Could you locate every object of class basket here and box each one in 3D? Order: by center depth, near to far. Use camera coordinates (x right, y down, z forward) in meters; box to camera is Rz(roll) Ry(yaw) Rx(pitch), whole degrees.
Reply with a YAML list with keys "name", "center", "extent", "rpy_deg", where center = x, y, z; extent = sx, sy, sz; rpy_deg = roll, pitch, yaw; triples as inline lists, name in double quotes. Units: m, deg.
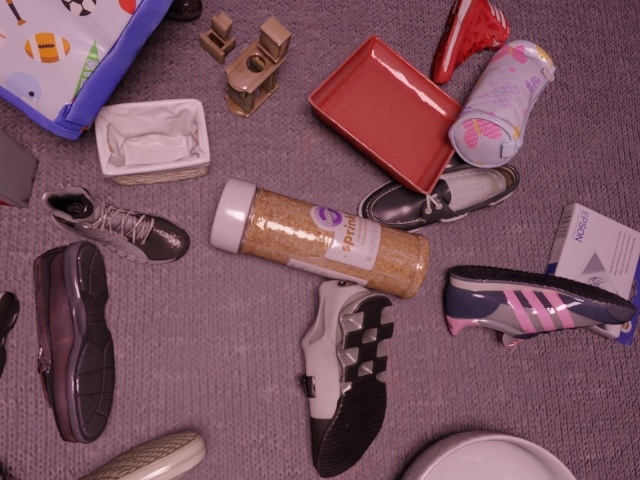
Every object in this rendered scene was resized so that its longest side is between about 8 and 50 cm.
- name: "basket"
  center: [-0.270, -0.157, 0.801]
  extent: [0.167, 0.103, 0.113]
  rpy_deg: [-9, 83, -11]

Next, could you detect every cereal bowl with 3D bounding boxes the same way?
- name: "cereal bowl"
  center: [0.256, 0.476, 0.778]
  extent: [0.338, 0.141, 0.339]
  rpy_deg: [2, 80, -11]

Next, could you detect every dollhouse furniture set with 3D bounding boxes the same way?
- name: "dollhouse furniture set"
  center: [-0.152, -0.318, 0.808]
  extent: [0.161, 0.182, 0.101]
  rpy_deg: [42, 76, -2]

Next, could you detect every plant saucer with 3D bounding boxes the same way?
- name: "plant saucer"
  center: [0.131, -0.228, 0.881]
  extent: [0.258, 0.048, 0.259]
  rpy_deg: [38, 56, -3]

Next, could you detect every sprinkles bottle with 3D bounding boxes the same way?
- name: "sprinkles bottle"
  center: [0.000, 0.000, 0.818]
  extent: [0.355, 0.121, 0.121]
  rpy_deg: [16, 78, -8]

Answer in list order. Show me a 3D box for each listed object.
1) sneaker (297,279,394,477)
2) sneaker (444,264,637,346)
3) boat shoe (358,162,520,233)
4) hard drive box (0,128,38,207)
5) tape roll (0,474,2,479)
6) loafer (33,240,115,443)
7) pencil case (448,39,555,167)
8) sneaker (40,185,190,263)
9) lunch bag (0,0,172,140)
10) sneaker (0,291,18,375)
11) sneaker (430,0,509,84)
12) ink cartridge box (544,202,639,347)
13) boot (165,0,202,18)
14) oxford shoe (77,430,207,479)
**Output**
- name: "sneaker"
  center: [0.029, 0.222, 0.802]
  extent: [0.122, 0.146, 0.331]
  rpy_deg: [2, 103, -35]
- name: "sneaker"
  center: [0.380, 0.129, 0.864]
  extent: [0.319, 0.112, 0.131]
  rpy_deg: [9, 104, 8]
- name: "boat shoe"
  center: [0.218, -0.087, 0.886]
  extent: [0.302, 0.091, 0.114]
  rpy_deg: [-19, 85, -13]
- name: "hard drive box"
  center: [-0.542, -0.125, 0.678]
  extent: [0.181, 0.232, 0.089]
  rpy_deg: [8, 80, -9]
- name: "tape roll"
  center: [-0.565, 0.263, 0.533]
  extent: [0.392, 0.392, 0.072]
  rpy_deg: [30, 77, -5]
- name: "loafer"
  center: [-0.385, 0.154, 0.742]
  extent: [0.095, 0.109, 0.303]
  rpy_deg: [-10, 76, 7]
- name: "pencil case"
  center: [0.338, -0.253, 0.890]
  extent: [0.124, 0.113, 0.273]
  rpy_deg: [27, 58, 15]
- name: "sneaker"
  center: [-0.323, -0.024, 0.754]
  extent: [0.228, 0.132, 0.086]
  rpy_deg: [16, 78, -7]
- name: "lunch bag"
  center: [-0.383, -0.377, 0.684]
  extent: [0.385, 0.239, 0.328]
  rpy_deg: [42, 102, 13]
- name: "sneaker"
  center: [-0.525, 0.161, 0.729]
  extent: [0.077, 0.072, 0.178]
  rpy_deg: [9, 71, 3]
- name: "sneaker"
  center: [0.307, -0.392, 0.957]
  extent: [0.128, 0.087, 0.221]
  rpy_deg: [22, 79, -5]
- name: "ink cartridge box"
  center: [0.557, 0.070, 0.948]
  extent: [0.224, 0.045, 0.223]
  rpy_deg: [23, 78, -6]
- name: "boot"
  center: [-0.277, -0.529, 0.788]
  extent: [0.263, 0.229, 0.091]
  rpy_deg: [49, 58, 1]
- name: "oxford shoe"
  center: [-0.346, 0.416, 0.665]
  extent: [0.449, 0.169, 0.130]
  rpy_deg: [-31, 85, -7]
